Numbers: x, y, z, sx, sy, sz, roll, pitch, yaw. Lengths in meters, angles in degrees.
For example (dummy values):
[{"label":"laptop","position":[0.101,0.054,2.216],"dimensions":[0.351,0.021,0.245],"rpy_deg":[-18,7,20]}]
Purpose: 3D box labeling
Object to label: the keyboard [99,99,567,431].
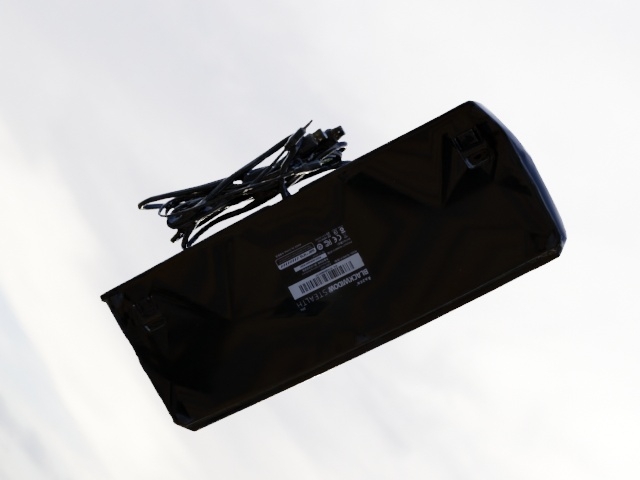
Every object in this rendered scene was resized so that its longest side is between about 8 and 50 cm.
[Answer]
[{"label":"keyboard","position":[0.000,0.000,0.539],"dimensions":[0.100,0.192,0.038],"rpy_deg":[62,16,-5]}]
